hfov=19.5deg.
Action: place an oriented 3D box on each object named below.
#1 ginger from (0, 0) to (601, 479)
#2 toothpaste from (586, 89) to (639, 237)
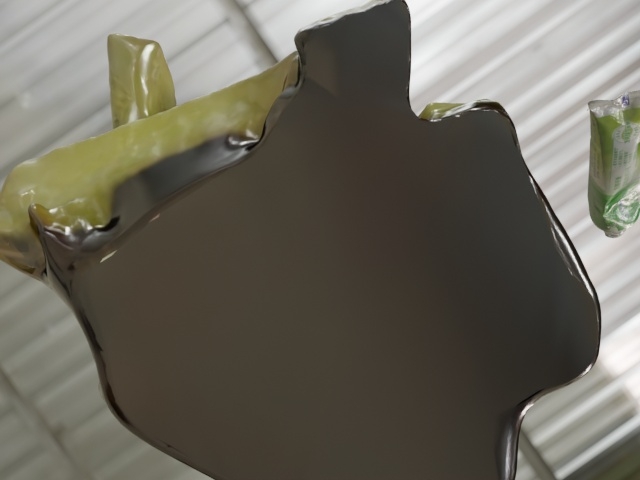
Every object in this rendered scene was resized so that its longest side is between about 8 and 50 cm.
[{"bbox_3d":[0.000,0.000,1.342,0.413,0.358,0.211,36,11,-14],"label":"ginger"},{"bbox_3d":[0.293,-0.073,1.820,0.248,0.078,0.047,80,-3,-59],"label":"toothpaste"}]
